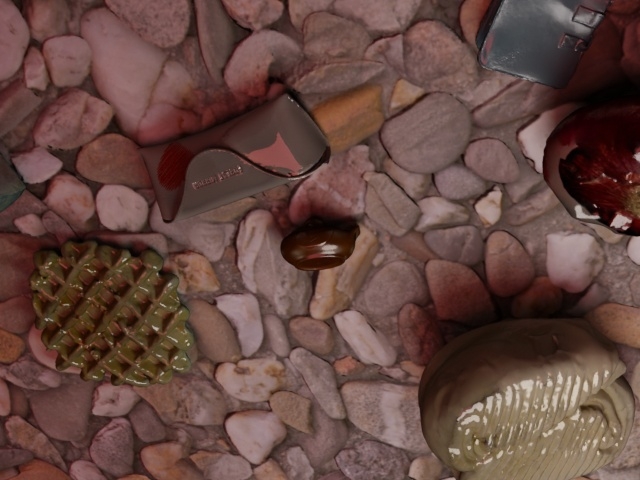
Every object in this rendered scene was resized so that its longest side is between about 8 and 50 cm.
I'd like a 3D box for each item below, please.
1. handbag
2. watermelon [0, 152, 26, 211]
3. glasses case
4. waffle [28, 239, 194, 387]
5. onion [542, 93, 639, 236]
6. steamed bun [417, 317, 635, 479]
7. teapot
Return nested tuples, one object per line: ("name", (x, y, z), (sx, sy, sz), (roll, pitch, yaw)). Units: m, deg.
("handbag", (0.307, -0.314, 1.339), (0.144, 0.057, 0.221), (20, 123, -5))
("watermelon", (-0.660, -0.097, 1.613), (0.321, 0.188, 0.175), (25, 119, 4))
("glasses case", (-0.145, -0.119, 1.543), (0.308, 0.083, 0.128), (-18, 116, 22))
("waffle", (-0.367, 0.136, 1.770), (0.291, 0.056, 0.309), (4, 121, 11))
("onion", (0.444, -0.120, 1.371), (0.272, 0.195, 0.272), (19, 160, 8))
("steamed bun", (0.306, 0.238, 1.592), (0.324, 0.219, 0.310), (-25, 131, -1))
("teapot", (0.000, 0.000, 1.597), (0.129, 0.078, 0.098), (-9, 160, 7))
